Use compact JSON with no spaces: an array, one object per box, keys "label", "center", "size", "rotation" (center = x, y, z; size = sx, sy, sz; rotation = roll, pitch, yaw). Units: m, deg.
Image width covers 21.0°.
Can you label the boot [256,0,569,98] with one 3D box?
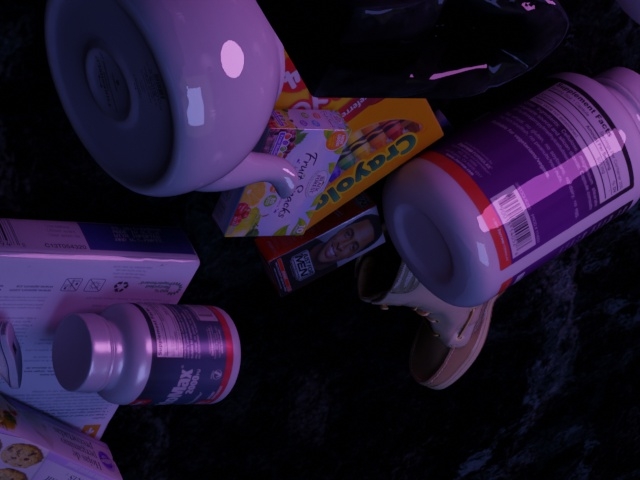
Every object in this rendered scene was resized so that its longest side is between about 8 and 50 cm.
[{"label":"boot","center":[0.068,-0.307,1.376],"size":[0.367,0.445,0.146],"rotation":[-17,139,-21]}]

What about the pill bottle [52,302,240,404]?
[{"label":"pill bottle","center":[-0.184,0.119,1.815],"size":[0.180,0.108,0.108],"rotation":[4,129,-39]}]

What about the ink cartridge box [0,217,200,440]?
[{"label":"ink cartridge box","center":[-0.336,0.114,1.846],"size":[0.324,0.071,0.330],"rotation":[3,133,-38]}]

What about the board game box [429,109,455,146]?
[{"label":"board game box","center":[0.122,-0.096,1.995],"size":[0.090,0.020,0.090],"rotation":[-39,142,4]}]

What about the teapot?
[{"label":"teapot","center":[-0.120,-0.177,1.574],"size":[0.187,0.252,0.256],"rotation":[-28,156,-31]}]

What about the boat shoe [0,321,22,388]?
[{"label":"boat shoe","center":[-0.329,0.119,1.777],"size":[0.035,0.035,0.100],"rotation":[0,144,3]}]

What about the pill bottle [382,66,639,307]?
[{"label":"pill bottle","center":[0.240,-0.072,1.955],"size":[0.323,0.181,0.181],"rotation":[-31,144,-23]}]

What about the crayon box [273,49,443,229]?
[{"label":"crayon box","center":[0.002,-0.136,1.814],"size":[0.202,0.081,0.318],"rotation":[-35,143,1]}]

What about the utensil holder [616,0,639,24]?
[{"label":"utensil holder","center":[0.387,-0.405,1.612],"size":[0.327,0.328,0.385],"rotation":[-32,143,-4]}]

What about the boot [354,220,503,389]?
[{"label":"boot","center":[0.122,0.075,2.118],"size":[0.203,0.095,0.262],"rotation":[0,129,-37]}]

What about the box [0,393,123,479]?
[{"label":"box","center":[-0.335,0.214,1.851],"size":[0.067,0.063,0.324],"rotation":[-38,143,10]}]

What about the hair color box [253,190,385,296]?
[{"label":"hair color box","center":[0.000,0.000,1.990],"size":[0.141,0.043,0.072],"rotation":[-29,141,-9]}]

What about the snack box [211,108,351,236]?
[{"label":"snack box","center":[-0.040,-0.068,1.758],"size":[0.100,0.037,0.141],"rotation":[-3,133,-35]}]
